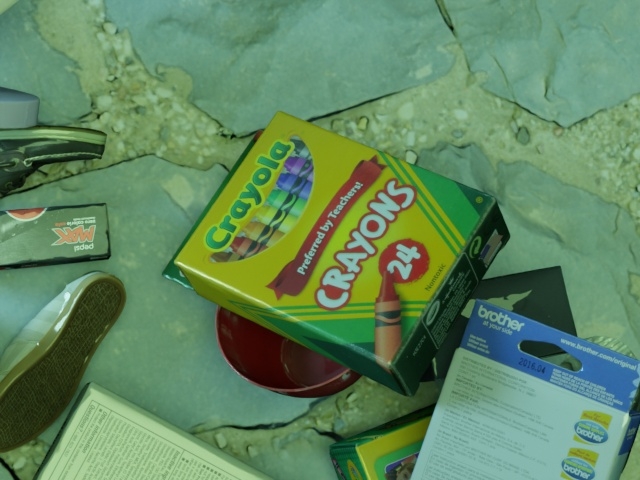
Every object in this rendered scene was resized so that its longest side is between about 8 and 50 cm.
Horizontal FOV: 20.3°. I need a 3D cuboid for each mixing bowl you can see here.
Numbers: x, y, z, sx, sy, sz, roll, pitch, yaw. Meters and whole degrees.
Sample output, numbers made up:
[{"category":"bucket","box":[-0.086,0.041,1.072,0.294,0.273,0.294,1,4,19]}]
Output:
[{"category":"mixing bowl","box":[-0.008,0.093,1.836,0.181,0.098,0.181,-9,58,14]}]

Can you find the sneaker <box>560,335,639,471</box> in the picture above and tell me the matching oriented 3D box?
[{"category":"sneaker","box":[0.250,0.243,1.808,0.102,0.146,0.293,31,90,24]}]

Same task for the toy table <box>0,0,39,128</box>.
[{"category":"toy table","box":[-0.411,-0.207,1.755,0.274,0.252,0.161,3,101,-18]}]

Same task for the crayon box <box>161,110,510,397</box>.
[{"category":"crayon box","box":[0.000,0.000,1.781,0.318,0.081,0.202,23,71,29]}]

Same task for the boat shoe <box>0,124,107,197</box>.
[{"category":"boat shoe","box":[-0.330,-0.080,1.827,0.223,0.080,0.073,-1,91,-5]}]

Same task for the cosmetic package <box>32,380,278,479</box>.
[{"category":"cosmetic package","box":[-0.136,0.282,1.807,0.309,0.113,0.160,30,81,-7]}]

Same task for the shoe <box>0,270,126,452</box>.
[{"category":"shoe","box":[-0.280,0.121,1.830,0.076,0.058,0.219,42,83,-35]}]

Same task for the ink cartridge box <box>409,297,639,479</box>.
[{"category":"ink cartridge box","box":[0.185,0.230,1.712,0.185,0.065,0.311,21,98,23]}]

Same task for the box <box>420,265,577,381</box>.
[{"category":"box","box":[0.165,0.089,1.852,0.156,0.158,0.093,-11,87,-11]}]

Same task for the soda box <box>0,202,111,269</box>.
[{"category":"soda box","box":[-0.301,-0.002,1.833,0.169,0.053,0.060,-6,86,-11]}]

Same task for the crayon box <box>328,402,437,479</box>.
[{"category":"crayon box","box":[0.138,0.313,1.851,0.165,0.081,0.278,-19,88,-24]}]
